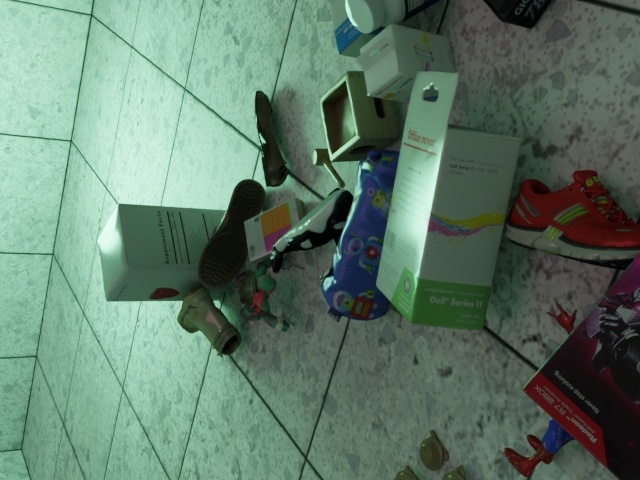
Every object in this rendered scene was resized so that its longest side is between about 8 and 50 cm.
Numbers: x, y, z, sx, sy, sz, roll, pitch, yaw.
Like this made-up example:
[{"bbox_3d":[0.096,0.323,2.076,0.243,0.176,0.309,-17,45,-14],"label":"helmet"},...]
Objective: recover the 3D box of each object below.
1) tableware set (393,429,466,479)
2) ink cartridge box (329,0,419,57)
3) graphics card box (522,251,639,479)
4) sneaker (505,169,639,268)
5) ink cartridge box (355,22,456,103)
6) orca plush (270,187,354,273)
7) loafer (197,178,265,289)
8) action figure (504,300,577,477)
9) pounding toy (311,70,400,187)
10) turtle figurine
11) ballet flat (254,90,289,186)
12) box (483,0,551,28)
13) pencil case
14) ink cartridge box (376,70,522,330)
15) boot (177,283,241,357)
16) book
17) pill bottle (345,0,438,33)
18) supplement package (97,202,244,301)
[{"bbox_3d":[0.184,0.409,1.321,0.141,0.020,0.169,56,131,40],"label":"tableware set"},{"bbox_3d":[0.087,-0.437,1.419,0.078,0.134,0.231,-32,63,53],"label":"ink cartridge box"},{"bbox_3d":[0.412,0.106,0.838,0.233,0.094,0.371,44,122,21],"label":"graphics card box"},{"bbox_3d":[0.346,-0.031,1.029,0.279,0.107,0.119,17,97,56],"label":"sneaker"},{"bbox_3d":[0.138,-0.288,1.323,0.092,0.143,0.090,-30,63,53],"label":"ink cartridge box"},{"bbox_3d":[0.000,0.000,1.551,0.102,0.151,0.287,45,130,-7],"label":"orca plush"},{"bbox_3d":[-0.196,-0.011,1.846,0.269,0.101,0.092,-64,0,2],"label":"loafer"},{"bbox_3d":[0.322,0.176,1.047,0.139,0.091,0.280,52,132,23],"label":"action figure"},{"bbox_3d":[0.063,-0.188,1.490,0.206,0.094,0.181,149,113,-63],"label":"pounding toy"},{"bbox_3d":[-0.121,0.106,1.728,0.234,0.118,0.175,156,123,-64],"label":"turtle figurine"},{"bbox_3d":[-0.111,-0.229,1.791,0.084,0.058,0.250,86,175,-62],"label":"ballet flat"},{"bbox_3d":[0.296,-0.514,1.166,0.296,0.073,0.293,-58,44,36],"label":"box"},{"bbox_3d":[0.091,-0.008,1.392,0.119,0.133,0.306,-68,-4,-70],"label":"pencil case"},{"bbox_3d":[0.190,-0.067,1.200,0.207,0.119,0.354,-129,47,-73],"label":"ink cartridge box"},{"bbox_3d":[-0.268,0.216,1.950,0.165,0.077,0.213,48,151,14],"label":"boot"},{"bbox_3d":[-0.096,-0.019,1.707,0.144,0.035,0.096,-22,64,28],"label":"book"},{"bbox_3d":[0.126,-0.406,1.310,0.094,0.169,0.094,45,156,26],"label":"pill bottle"},{"bbox_3d":[-0.362,0.035,1.934,0.177,0.292,0.175,-46,51,47],"label":"supplement package"}]
